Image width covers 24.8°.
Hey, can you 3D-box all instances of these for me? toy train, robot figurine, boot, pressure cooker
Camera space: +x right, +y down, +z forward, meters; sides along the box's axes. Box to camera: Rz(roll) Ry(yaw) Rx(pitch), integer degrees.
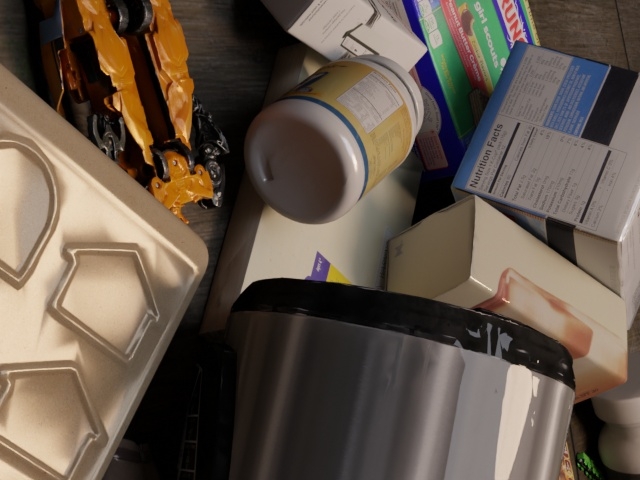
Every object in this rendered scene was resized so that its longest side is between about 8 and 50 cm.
[{"bbox_3d":[0.423,0.357,2.272,0.083,0.017,0.024,44,37,-39],"label":"toy train"},{"bbox_3d":[-0.193,-0.141,1.477,0.211,0.085,0.291,-21,97,-54],"label":"robot figurine"},{"bbox_3d":[-0.202,0.235,1.408,0.118,0.042,0.087,15,63,-53],"label":"boot"},{"bbox_3d":[0.045,0.273,1.430,0.370,0.375,0.420,22,76,-45],"label":"pressure cooker"}]

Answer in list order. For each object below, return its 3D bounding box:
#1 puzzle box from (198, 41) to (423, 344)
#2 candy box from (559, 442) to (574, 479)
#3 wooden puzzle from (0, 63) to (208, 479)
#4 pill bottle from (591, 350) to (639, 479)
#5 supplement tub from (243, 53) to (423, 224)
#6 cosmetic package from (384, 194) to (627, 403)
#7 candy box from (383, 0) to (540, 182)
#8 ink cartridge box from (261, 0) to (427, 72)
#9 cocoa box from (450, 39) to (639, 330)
[{"bbox_3d":[0.000,0.000,1.739,0.272,0.052,0.409,44,48,-40],"label":"puzzle box"},{"bbox_3d":[0.245,0.220,1.948,0.183,0.087,0.316,25,51,-50],"label":"candy box"},{"bbox_3d":[-0.276,0.059,1.283,0.322,0.080,0.348,44,57,-38],"label":"wooden puzzle"},{"bbox_3d":[0.560,0.366,2.295,0.210,0.210,0.363,-41,114,-51],"label":"pill bottle"},{"bbox_3d":[0.020,-0.119,1.629,0.199,0.144,0.144,-43,116,-51],"label":"supplement tub"},{"bbox_3d":[0.234,0.087,1.807,0.296,0.153,0.129,32,48,-30],"label":"cosmetic package"},{"bbox_3d":[0.186,-0.261,2.008,0.317,0.122,0.268,-42,117,-51],"label":"candy box"},{"bbox_3d":[0.014,-0.278,1.745,0.203,0.086,0.148,26,21,-49],"label":"ink cartridge box"},{"bbox_3d":[0.334,-0.065,1.923,0.231,0.228,0.347,-65,160,-15],"label":"cocoa box"}]
